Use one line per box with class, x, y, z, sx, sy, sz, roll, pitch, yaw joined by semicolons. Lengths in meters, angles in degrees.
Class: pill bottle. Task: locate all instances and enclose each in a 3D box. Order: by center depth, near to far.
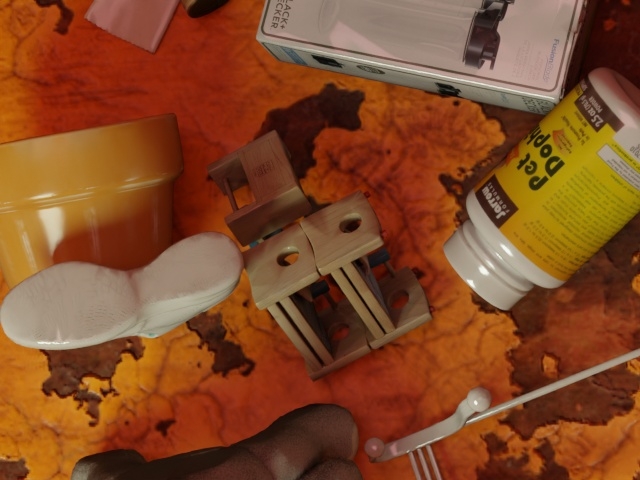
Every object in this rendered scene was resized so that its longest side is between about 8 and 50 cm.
pill bottle;0.210;-0.040;1.720;0.215;0.117;0.117;-46;74;17

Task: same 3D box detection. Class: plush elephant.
plush elephant;-0.076;0.307;1.673;0.272;0.330;0.255;-14;96;2

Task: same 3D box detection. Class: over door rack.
over door rack;0.221;0.226;1.689;0.324;0.108;0.239;-21;77;8

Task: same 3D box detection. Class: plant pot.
plant pot;-0.215;-0.006;1.792;0.205;0.205;0.188;-10;94;11

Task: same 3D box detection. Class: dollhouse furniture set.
dollhouse furniture set;0.000;0.000;1.789;0.129;0.129;0.183;-28;46;6

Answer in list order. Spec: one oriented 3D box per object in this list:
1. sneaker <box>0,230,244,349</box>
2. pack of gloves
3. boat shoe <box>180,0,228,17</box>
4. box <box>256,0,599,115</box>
sneaker;-0.169;0.060;1.698;0.212;0.094;0.080;-13;66;-12
pack of gloves;-0.191;-0.326;1.910;0.195;0.046;0.232;28;87;17
boat shoe;-0.087;-0.269;1.878;0.135;0.050;0.045;-45;71;-9
box;0.105;-0.222;1.804;0.290;0.087;0.169;12;83;15
